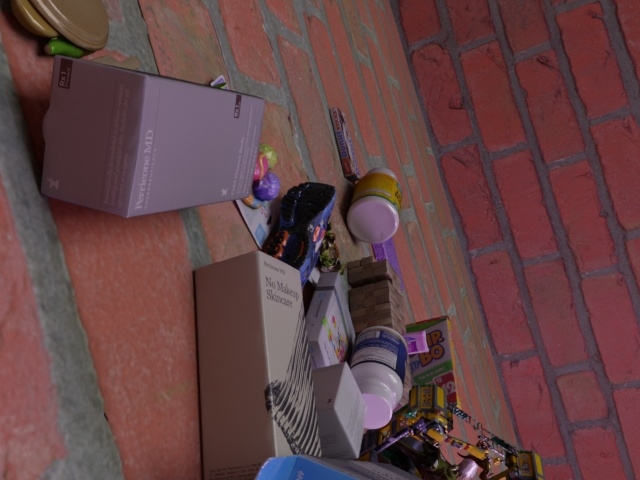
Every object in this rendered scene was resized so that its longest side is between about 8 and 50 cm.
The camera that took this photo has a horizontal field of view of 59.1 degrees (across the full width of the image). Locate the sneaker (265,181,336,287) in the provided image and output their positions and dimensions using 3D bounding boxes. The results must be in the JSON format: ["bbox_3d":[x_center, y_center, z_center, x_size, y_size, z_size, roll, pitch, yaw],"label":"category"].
[{"bbox_3d":[-0.031,-0.009,0.903,0.087,0.083,0.221,83,26,-50],"label":"sneaker"}]

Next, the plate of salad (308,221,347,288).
[{"bbox_3d":[0.000,0.000,1.022,0.200,0.048,0.199,52,29,-45],"label":"plate of salad"}]

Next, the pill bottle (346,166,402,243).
[{"bbox_3d":[0.132,-0.091,1.326,0.117,0.118,0.208,64,22,-24],"label":"pill bottle"}]

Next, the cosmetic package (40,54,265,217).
[{"bbox_3d":[-0.155,-0.103,0.576,0.238,0.107,0.127,-34,137,-70],"label":"cosmetic package"}]

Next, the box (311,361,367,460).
[{"bbox_3d":[-0.002,0.235,0.764,0.102,0.101,0.087,-65,134,-63],"label":"box"}]

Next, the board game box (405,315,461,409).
[{"bbox_3d":[0.259,0.292,1.354,0.039,0.124,0.259,56,27,-38],"label":"board game box"}]

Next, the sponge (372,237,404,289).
[{"bbox_3d":[0.166,0.028,1.447,0.117,0.031,0.209,11,64,-67],"label":"sponge"}]

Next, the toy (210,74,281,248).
[{"bbox_3d":[-0.102,-0.123,0.842,0.237,0.056,0.136,63,24,-25],"label":"toy"}]

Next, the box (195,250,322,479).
[{"bbox_3d":[-0.072,0.160,0.653,0.113,0.094,0.274,31,47,-59],"label":"box"}]

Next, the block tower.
[{"bbox_3d":[0.116,0.191,1.114,0.097,0.091,0.335,48,32,-48],"label":"block tower"}]

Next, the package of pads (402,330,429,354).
[{"bbox_3d":[0.208,0.241,1.321,0.032,0.083,0.050,25,55,-70],"label":"package of pads"}]

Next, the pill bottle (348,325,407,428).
[{"bbox_3d":[0.089,0.221,0.917,0.169,0.094,0.094,-63,133,-63],"label":"pill bottle"}]

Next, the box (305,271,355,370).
[{"bbox_3d":[0.014,0.160,0.920,0.186,0.038,0.145,-67,147,-58],"label":"box"}]

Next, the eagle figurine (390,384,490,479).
[{"bbox_3d":[0.240,0.475,1.150,0.298,0.225,0.226,42,-20,-1],"label":"eagle figurine"}]

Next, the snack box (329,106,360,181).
[{"bbox_3d":[0.061,-0.236,1.388,0.064,0.022,0.178,16,59,-67],"label":"snack box"}]

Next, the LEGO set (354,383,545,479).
[{"bbox_3d":[0.200,0.407,0.887,0.331,0.255,0.192,42,31,-18],"label":"LEGO set"}]

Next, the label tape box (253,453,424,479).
[{"bbox_3d":[0.019,0.360,0.568,0.348,0.115,0.249,42,67,-57],"label":"label tape box"}]

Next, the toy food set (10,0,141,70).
[{"bbox_3d":[-0.264,-0.241,0.558,0.192,0.039,0.132,60,17,-18],"label":"toy food set"}]
